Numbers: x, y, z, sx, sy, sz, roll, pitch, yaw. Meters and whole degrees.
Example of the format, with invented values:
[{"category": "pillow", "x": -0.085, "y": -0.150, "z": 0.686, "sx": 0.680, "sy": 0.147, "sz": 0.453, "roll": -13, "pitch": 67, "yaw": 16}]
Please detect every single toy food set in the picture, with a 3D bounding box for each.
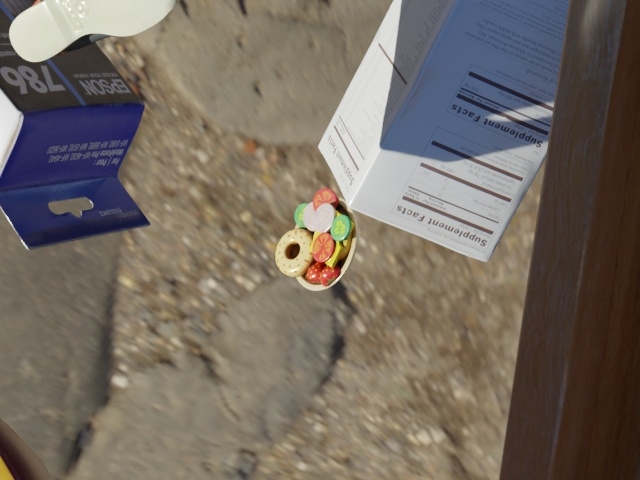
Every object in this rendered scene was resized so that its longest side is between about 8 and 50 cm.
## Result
[{"category": "toy food set", "x": 0.000, "y": 0.000, "z": 1.606, "sx": 0.083, "sy": 0.020, "sz": 0.082, "roll": 36, "pitch": 106, "yaw": 48}]

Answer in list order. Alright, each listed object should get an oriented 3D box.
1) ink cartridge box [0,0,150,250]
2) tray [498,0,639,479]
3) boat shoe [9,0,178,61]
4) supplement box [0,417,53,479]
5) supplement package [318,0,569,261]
[{"category": "ink cartridge box", "x": -0.238, "y": -0.146, "z": 1.371, "sx": 0.065, "sy": 0.165, "sz": 0.332, "roll": -42, "pitch": 79, "yaw": 23}, {"category": "tray", "x": 0.238, "y": 0.057, "z": 0.368, "sx": 0.411, "sy": 0.076, "sz": 0.203, "roll": 14, "pitch": 106, "yaw": 29}, {"category": "boat shoe", "x": -0.133, "y": -0.147, "z": 1.205, "sx": 0.137, "sy": 0.043, "sz": 0.049, "roll": -18, "pitch": 100, "yaw": 36}, {"category": "supplement box", "x": -0.173, "y": 0.162, "z": 0.743, "sx": 0.188, "sy": 0.081, "sz": 0.104, "roll": -36, "pitch": 58, "yaw": -3}, {"category": "supplement package", "x": 0.119, "y": -0.131, "z": 1.568, "sx": 0.134, "sy": 0.139, "sz": 0.244, "roll": 21, "pitch": 109, "yaw": -20}]
